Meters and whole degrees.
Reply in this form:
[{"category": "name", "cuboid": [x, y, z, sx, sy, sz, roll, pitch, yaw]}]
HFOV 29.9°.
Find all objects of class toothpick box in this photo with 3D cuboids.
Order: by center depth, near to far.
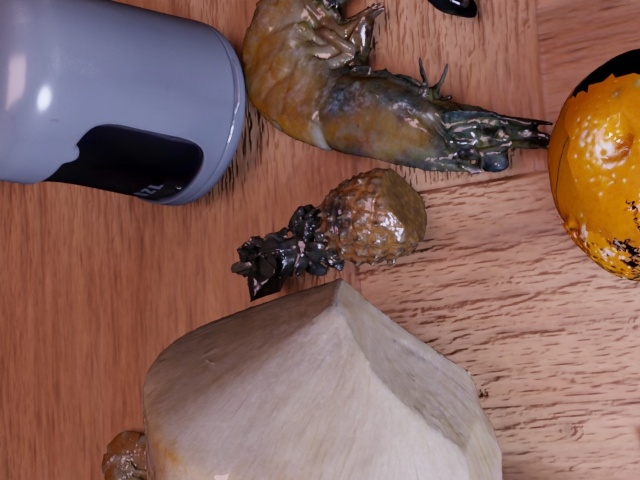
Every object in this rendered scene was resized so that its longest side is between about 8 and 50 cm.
[{"category": "toothpick box", "cuboid": [-0.291, -0.186, 1.406, 0.263, 0.354, 0.263, -6, 81, 45]}]

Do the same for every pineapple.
[{"category": "pineapple", "cuboid": [0.000, 0.000, 1.370, 0.237, 0.119, 0.111, -24, 60, 29]}]

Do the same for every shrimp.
[{"category": "shrimp", "cuboid": [0.091, -0.209, 1.366, 0.445, 0.085, 0.272, 28, 94, 35]}, {"category": "shrimp", "cuboid": [-0.226, 0.328, 1.516, 0.091, 0.043, 0.184, -29, 70, 22]}]

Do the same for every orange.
[{"category": "orange", "cuboid": [0.326, -0.074, 1.149, 0.234, 0.182, 0.234, -3, 86, 44]}]

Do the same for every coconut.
[{"category": "coconut", "cuboid": [0.008, 0.227, 1.210, 0.415, 0.344, 0.415, 12, 117, 25]}]
